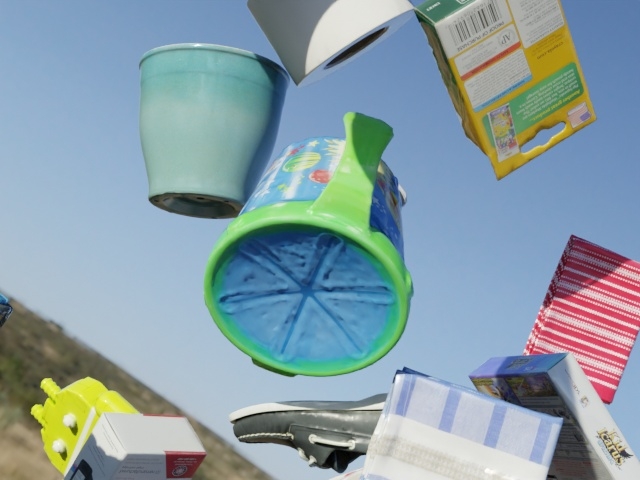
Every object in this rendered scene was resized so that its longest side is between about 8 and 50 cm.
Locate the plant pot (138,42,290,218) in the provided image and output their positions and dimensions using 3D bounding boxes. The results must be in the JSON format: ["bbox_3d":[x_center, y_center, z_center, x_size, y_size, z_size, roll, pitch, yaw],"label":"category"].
[{"bbox_3d":[-0.200,-0.180,2.311,0.271,0.255,0.272,5,-14,1],"label":"plant pot"}]

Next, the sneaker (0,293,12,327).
[{"bbox_3d":[-0.428,0.063,1.279,0.125,0.140,0.341,42,-14,-29],"label":"sneaker"}]

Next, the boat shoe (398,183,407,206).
[{"bbox_3d":[0.087,-0.103,2.166,0.142,0.040,0.049,43,-58,-4],"label":"boat shoe"}]

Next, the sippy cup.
[{"bbox_3d":[0.000,0.000,1.523,0.305,0.224,0.240,-26,-61,28],"label":"sippy cup"}]

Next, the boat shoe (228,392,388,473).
[{"bbox_3d":[0.023,0.238,1.597,0.302,0.091,0.114,-9,-13,30],"label":"boat shoe"}]

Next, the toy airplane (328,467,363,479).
[{"bbox_3d":[0.122,0.604,2.443,0.386,0.272,0.384,28,31,-23],"label":"toy airplane"}]

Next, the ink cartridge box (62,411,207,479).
[{"bbox_3d":[-0.240,0.300,1.604,0.127,0.175,0.072,9,31,-43],"label":"ink cartridge box"}]

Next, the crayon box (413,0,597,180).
[{"bbox_3d":[0.299,-0.279,2.081,0.083,0.203,0.323,52,-9,53],"label":"crayon box"}]

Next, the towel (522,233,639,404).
[{"bbox_3d":[0.501,0.150,2.422,0.198,0.275,0.031,22,-3,-11],"label":"towel"}]

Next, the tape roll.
[{"bbox_3d":[0.018,-0.394,2.219,0.169,0.246,0.246,57,-14,0],"label":"tape roll"}]

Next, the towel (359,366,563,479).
[{"bbox_3d":[0.139,0.306,1.486,0.209,0.285,0.034,18,-6,6],"label":"towel"}]

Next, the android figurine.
[{"bbox_3d":[-0.303,0.304,1.833,0.273,0.056,0.248,43,-48,14],"label":"android figurine"}]

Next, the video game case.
[{"bbox_3d":[0.379,0.297,2.100,0.244,0.061,0.269,56,-20,-6],"label":"video game case"}]
